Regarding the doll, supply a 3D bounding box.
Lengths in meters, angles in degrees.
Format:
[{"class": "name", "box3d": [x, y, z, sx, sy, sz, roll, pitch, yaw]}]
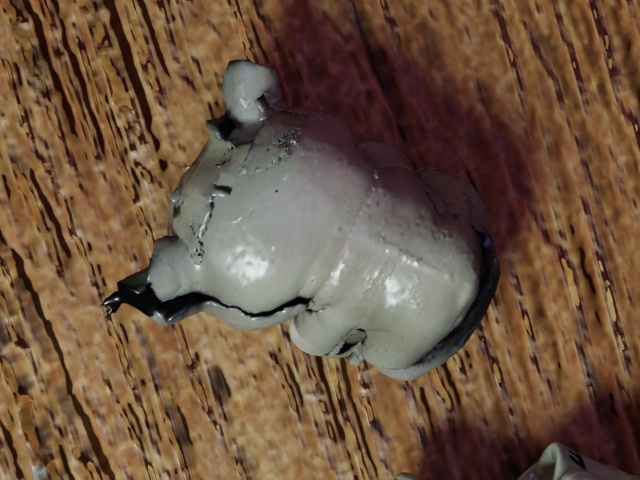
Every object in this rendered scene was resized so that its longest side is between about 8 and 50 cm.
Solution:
[{"class": "doll", "box3d": [0.000, 0.000, 0.945, 0.192, 0.095, 0.149, 21, 87, -13]}]

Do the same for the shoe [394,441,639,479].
[{"class": "shoe", "box3d": [0.159, 0.159, 0.973, 0.265, 0.095, 0.110, -8, 90, -9]}]
